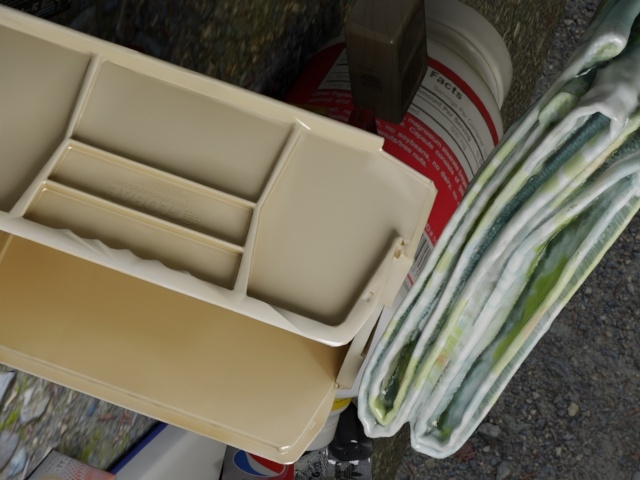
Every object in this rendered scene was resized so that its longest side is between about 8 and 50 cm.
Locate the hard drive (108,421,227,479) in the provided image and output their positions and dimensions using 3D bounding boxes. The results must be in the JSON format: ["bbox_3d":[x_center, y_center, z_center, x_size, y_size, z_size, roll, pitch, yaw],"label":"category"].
[{"bbox_3d":[-0.180,0.289,1.392,0.319,0.040,0.210,-41,148,-63],"label":"hard drive"}]

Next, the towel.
[{"bbox_3d":[0.166,-0.065,0.906,0.374,0.090,0.320,-51,173,-49],"label":"towel"}]

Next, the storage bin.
[{"bbox_3d":[-0.089,0.014,0.833,0.262,0.260,0.123,107,3,-67],"label":"storage bin"}]

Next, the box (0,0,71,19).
[{"bbox_3d":[-0.174,-0.193,0.740,0.190,0.045,0.184,-51,156,-63],"label":"box"}]

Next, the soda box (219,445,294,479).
[{"bbox_3d":[-0.076,0.302,1.544,0.263,0.084,0.092,-92,-167,-65],"label":"soda box"}]

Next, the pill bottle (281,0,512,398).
[{"bbox_3d":[0.045,-0.062,1.396,0.229,0.229,0.407,93,21,-48],"label":"pill bottle"}]

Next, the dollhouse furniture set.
[{"bbox_3d":[-0.016,-0.151,1.105,0.152,0.201,0.374,78,33,-64],"label":"dollhouse furniture set"}]

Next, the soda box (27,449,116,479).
[{"bbox_3d":[-0.230,0.246,1.100,0.183,0.063,0.058,-53,157,-53],"label":"soda box"}]

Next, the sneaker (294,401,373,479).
[{"bbox_3d":[-0.017,0.289,1.777,0.101,0.153,0.268,91,23,-51],"label":"sneaker"}]

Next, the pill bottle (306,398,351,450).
[{"bbox_3d":[-0.010,0.136,1.672,0.119,0.119,0.208,-43,149,-62],"label":"pill bottle"}]

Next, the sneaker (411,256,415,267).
[{"bbox_3d":[0.042,0.008,1.051,0.043,0.040,0.109,-52,159,-10],"label":"sneaker"}]
